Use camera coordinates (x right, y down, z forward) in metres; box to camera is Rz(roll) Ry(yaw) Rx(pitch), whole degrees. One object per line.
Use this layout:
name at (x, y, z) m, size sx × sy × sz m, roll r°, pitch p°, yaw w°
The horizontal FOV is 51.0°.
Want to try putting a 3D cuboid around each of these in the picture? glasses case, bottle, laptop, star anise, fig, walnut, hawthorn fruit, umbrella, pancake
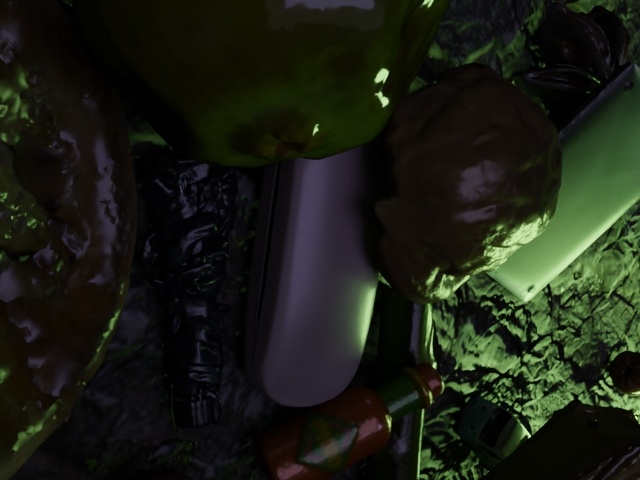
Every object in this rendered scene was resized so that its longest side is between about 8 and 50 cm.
glasses case at (0.000, 0.000, 0.595) m, size 0.113 × 0.075 × 0.296 m, roll 5°, pitch 94°, yaw -40°
bottle at (0.031, 0.170, 0.629) m, size 0.187 × 0.069 × 0.069 m, roll -26°, pitch 114°, yaw -17°
laptop at (0.290, -0.052, 0.772) m, size 0.269 × 0.015 × 0.188 m, roll -46°, pitch 129°, yaw 13°
star anise at (0.311, -0.167, 0.806) m, size 0.229 × 0.093 × 0.236 m, roll -55°, pitch 130°, yaw -24°
fig at (-0.042, -0.184, 0.434) m, size 0.239 × 0.239 × 0.271 m, roll -5°, pitch 76°, yaw -37°
walnut at (0.138, -0.059, 0.603) m, size 0.204 × 0.141 × 0.238 m, roll 47°, pitch 55°, yaw -58°
hawthorn fruit at (0.482, 0.205, 1.019) m, size 0.103 × 0.067 × 0.066 m, roll 22°, pitch 84°, yaw -41°
umbrella at (-0.101, 0.043, 0.527) m, size 0.080 × 0.071 × 0.224 m, roll -6°, pitch 103°, yaw -32°
pancake at (-0.222, -0.013, 0.358) m, size 0.356 × 0.065 × 0.356 m, roll -5°, pitch 95°, yaw -62°

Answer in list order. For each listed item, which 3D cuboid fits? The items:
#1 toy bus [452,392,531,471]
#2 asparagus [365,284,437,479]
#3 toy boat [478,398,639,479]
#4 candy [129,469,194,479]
toy bus at (0.221, 0.246, 0.813) m, size 0.060 × 0.075 × 0.123 m, roll -52°, pitch 125°, yaw -18°
asparagus at (0.082, 0.183, 0.706) m, size 0.067 × 0.060 × 0.277 m, roll 4°, pitch 96°, yaw -21°
toy boat at (0.197, 0.346, 0.724) m, size 0.445 × 0.136 × 0.162 m, roll -39°, pitch 107°, yaw -2°
candy at (-0.136, 0.241, 0.553) m, size 0.103 × 0.043 × 0.103 m, roll -9°, pitch 105°, yaw -39°
